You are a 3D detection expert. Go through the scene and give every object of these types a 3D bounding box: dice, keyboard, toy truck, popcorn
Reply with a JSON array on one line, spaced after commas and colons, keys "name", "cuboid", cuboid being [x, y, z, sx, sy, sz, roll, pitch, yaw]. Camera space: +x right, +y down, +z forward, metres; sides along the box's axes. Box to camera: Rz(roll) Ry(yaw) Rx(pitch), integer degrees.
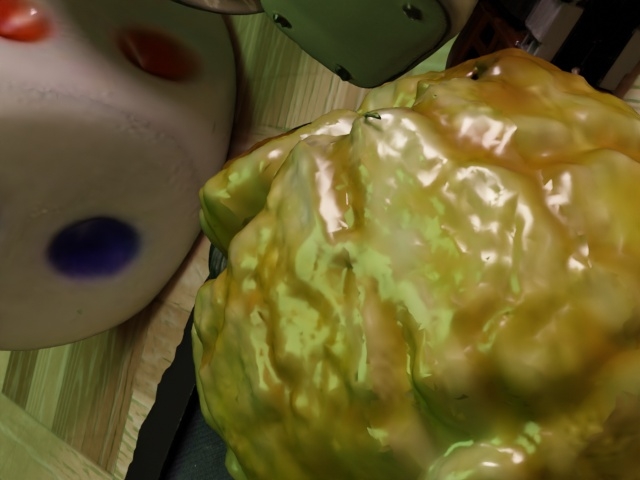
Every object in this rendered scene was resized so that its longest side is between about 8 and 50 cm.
[{"name": "dice", "cuboid": [-0.269, -0.100, 1.271, 0.304, 0.304, 0.277, -52, 38, 35]}, {"name": "keyboard", "cuboid": [-0.108, 0.121, 1.102, 0.196, 0.015, 0.074, -68, 24, 8]}, {"name": "toy truck", "cuboid": [0.145, -0.136, 0.814, 0.192, 0.083, 0.092, -59, 36, 27]}, {"name": "popcorn", "cuboid": [0.083, 0.048, 0.692, 0.282, 0.282, 0.247, -27, 55, 53]}]

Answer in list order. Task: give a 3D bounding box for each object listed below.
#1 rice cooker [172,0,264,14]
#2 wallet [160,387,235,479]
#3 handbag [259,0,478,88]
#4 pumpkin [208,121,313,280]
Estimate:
[{"name": "rice cooker", "cuboid": [-0.074, -0.321, 1.078, 0.316, 0.264, 0.316, -49, 15, 19]}, {"name": "wallet", "cuboid": [-0.041, 0.203, 0.992, 0.342, 0.075, 0.237, -114, 43, -58]}, {"name": "handbag", "cuboid": [0.107, -0.235, 0.839, 0.315, 0.109, 0.241, -49, 9, -15]}, {"name": "pumpkin", "cuboid": [-0.002, -0.002, 0.966, 0.167, 0.125, 0.167, -45, 38, 51]}]
